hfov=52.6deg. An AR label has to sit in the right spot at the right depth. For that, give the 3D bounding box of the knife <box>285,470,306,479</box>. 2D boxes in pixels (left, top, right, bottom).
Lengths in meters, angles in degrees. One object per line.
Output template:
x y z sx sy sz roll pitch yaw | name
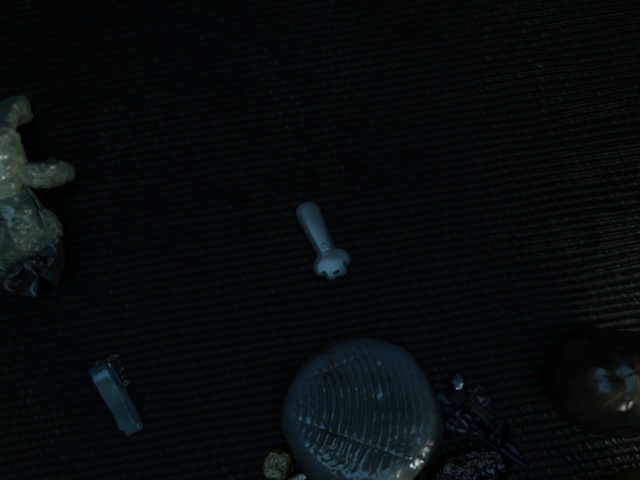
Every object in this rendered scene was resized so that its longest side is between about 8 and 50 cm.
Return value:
-0.057 0.533 1.417 0.342 0.061 0.027 -24 59 -15 | knife

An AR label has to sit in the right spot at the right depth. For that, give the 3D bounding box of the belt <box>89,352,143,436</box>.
-0.459 0.352 1.466 0.065 0.100 0.179 -25 94 -5 | belt

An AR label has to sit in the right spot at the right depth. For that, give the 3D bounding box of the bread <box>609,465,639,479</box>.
0.753 0.626 1.290 0.375 0.253 0.348 2 83 3 | bread

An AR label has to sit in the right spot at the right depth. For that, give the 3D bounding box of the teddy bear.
-0.734 -0.105 1.542 0.327 0.375 0.362 -24 121 -4 | teddy bear

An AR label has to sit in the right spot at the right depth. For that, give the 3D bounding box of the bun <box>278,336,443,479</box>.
0.079 0.375 1.370 0.354 0.194 0.355 1 56 -2 | bun

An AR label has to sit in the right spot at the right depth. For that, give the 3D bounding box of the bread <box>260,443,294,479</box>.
-0.096 0.497 1.436 0.081 0.046 0.083 -24 77 -10 | bread

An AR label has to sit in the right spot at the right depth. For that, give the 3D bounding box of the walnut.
0.612 0.299 1.375 0.248 0.248 0.249 0 78 1 | walnut

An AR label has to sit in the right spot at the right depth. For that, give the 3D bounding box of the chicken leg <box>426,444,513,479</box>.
0.326 0.506 1.420 0.233 0.063 0.105 -8 74 1 | chicken leg

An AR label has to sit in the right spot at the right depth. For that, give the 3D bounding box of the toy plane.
0.358 0.399 1.401 0.246 0.078 0.169 35 41 24 | toy plane

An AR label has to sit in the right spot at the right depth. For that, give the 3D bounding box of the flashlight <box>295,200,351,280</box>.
0.000 0.000 1.537 0.093 0.047 0.201 -25 76 -5 | flashlight
